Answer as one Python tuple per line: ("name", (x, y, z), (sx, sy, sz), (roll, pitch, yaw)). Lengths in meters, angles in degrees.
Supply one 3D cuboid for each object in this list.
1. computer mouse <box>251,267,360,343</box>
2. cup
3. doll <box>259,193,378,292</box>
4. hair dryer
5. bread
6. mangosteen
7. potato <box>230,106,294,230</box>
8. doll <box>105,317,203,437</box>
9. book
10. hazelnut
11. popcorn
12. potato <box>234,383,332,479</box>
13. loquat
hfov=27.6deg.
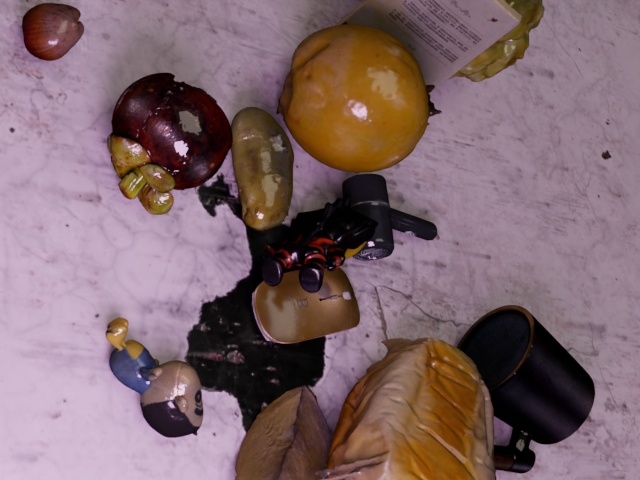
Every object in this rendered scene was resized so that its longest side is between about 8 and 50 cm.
("computer mouse", (-0.013, 0.092, 1.882), (0.199, 0.045, 0.102), (-8, 77, -43))
("cup", (0.297, 0.244, 2.047), (0.177, 0.239, 0.166), (39, 6, -28))
("doll", (-0.002, 0.002, 1.878), (0.127, 0.088, 0.248), (29, 31, 2))
("hair dryer", (0.122, -0.021, 2.056), (0.219, 0.071, 0.124), (15, 61, -46))
("bread", (0.126, 0.302, 1.763), (0.236, 0.183, 0.388), (40, 33, -6))
("mangosteen", (-0.211, -0.131, 1.748), (0.166, 0.166, 0.180), (39, 73, -21))
("potato", (-0.082, -0.103, 1.892), (0.105, 0.085, 0.188), (13, 66, -35))
("doll", (-0.204, 0.174, 1.645), (0.089, 0.102, 0.179), (-32, 98, -3))
("book", (0.149, -0.328, 2.069), (0.201, 0.289, 0.026), (37, 39, -23))
("hazelnut", (-0.356, -0.280, 1.737), (0.086, 0.086, 0.086), (20, 57, -34))
("popcorn", (0.236, -0.403, 2.196), (0.335, 0.274, 0.279), (-81, 149, -67))
("potato", (-0.040, 0.319, 1.708), (0.138, 0.098, 0.243), (54, 27, -22))
("loquat", (0.061, -0.216, 1.976), (0.244, 0.244, 0.243), (20, 57, -34))
